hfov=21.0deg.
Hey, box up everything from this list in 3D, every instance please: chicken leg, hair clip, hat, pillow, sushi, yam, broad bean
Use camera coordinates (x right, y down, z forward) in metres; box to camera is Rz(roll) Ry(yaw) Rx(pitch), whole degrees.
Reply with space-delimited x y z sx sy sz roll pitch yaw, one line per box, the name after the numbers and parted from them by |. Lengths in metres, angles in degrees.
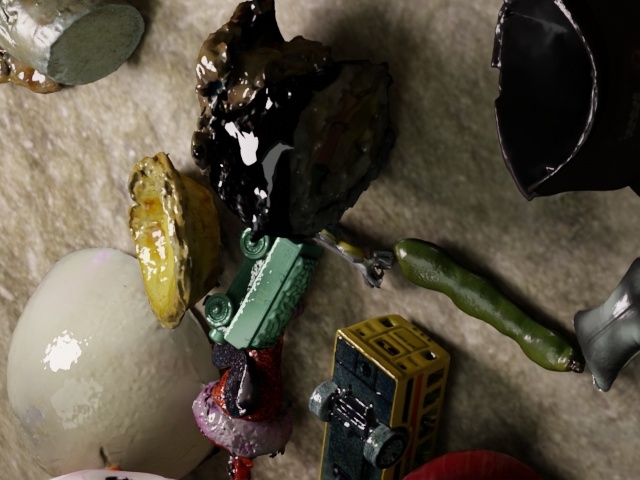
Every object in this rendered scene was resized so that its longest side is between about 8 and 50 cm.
-0.406 -0.228 2.207 0.198 0.069 0.085 21 101 23 | chicken leg
0.000 0.000 1.946 0.172 0.116 0.049 26 94 -3 | hair clip
-0.075 0.164 2.096 0.129 0.140 0.227 20 115 -1 | hat
0.276 -0.139 1.546 0.209 0.336 0.238 6 103 -3 | hat
0.308 0.086 1.763 0.091 0.055 0.135 53 133 8 | pillow
-0.051 -0.130 1.836 0.219 0.225 0.238 40 130 21 | sushi
-0.372 -0.296 2.090 0.330 0.133 0.133 31 129 25 | yam
0.182 0.072 1.867 0.256 0.053 0.052 35 103 21 | broad bean

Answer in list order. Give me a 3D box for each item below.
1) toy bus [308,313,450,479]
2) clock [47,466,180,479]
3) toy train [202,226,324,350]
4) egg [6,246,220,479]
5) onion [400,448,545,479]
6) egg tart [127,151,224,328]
0.062 0.251 2.008 0.121 0.123 0.335 36 134 36 | toy bus
-0.206 0.426 2.116 0.368 0.376 0.250 -7 63 43 | clock
-0.067 0.056 2.025 0.099 0.070 0.172 34 102 27 | toy train
-0.295 0.189 2.235 0.337 0.201 0.337 18 122 30 | egg
0.162 0.348 1.938 0.161 0.248 0.248 -131 31 -62 | onion
-0.170 -0.003 2.070 0.212 0.090 0.212 172 90 -74 | egg tart
